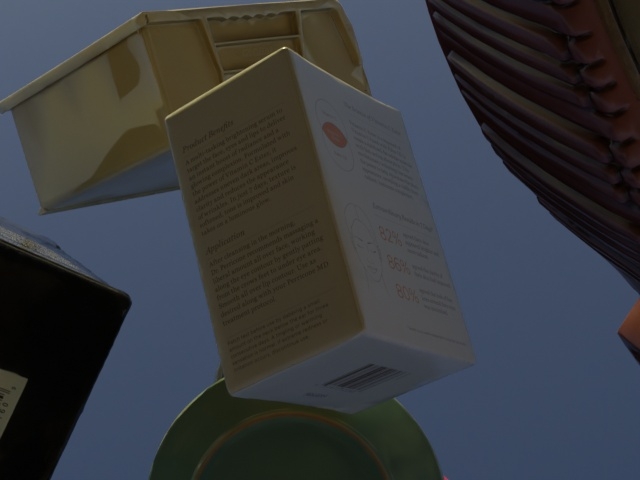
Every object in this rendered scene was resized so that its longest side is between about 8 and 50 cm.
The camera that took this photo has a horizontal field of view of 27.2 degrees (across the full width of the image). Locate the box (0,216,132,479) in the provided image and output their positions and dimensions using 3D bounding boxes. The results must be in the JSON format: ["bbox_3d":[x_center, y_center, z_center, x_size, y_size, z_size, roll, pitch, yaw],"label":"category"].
[{"bbox_3d":[-0.332,0.121,1.118,0.296,0.183,0.294,-65,-156,-2],"label":"box"}]

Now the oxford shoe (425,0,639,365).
[{"bbox_3d":[0.146,-0.034,0.466,0.130,0.348,0.123,-39,-143,0],"label":"oxford shoe"}]

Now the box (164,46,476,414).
[{"bbox_3d":[0.000,0.000,0.749,0.091,0.130,0.170,-27,-115,26],"label":"box"}]

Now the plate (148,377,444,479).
[{"bbox_3d":[-0.017,0.167,0.802,0.188,0.024,0.188,0,-94,5],"label":"plate"}]

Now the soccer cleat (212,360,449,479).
[{"bbox_3d":[0.022,0.201,0.941,0.116,0.143,0.331,-4,-141,-34],"label":"soccer cleat"}]

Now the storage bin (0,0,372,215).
[{"bbox_3d":[-0.127,-0.132,1.303,0.260,0.262,0.123,-15,-94,-44],"label":"storage bin"}]
